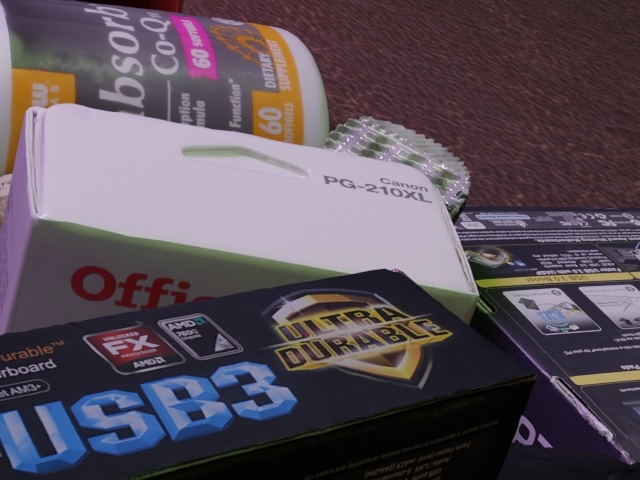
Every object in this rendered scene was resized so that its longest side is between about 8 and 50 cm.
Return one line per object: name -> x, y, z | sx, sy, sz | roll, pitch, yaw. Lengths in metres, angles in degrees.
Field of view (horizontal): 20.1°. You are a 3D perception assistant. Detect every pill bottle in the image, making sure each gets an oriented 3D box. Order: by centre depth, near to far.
pill bottle -> -0.148, -0.058, 1.042 | 0.278, 0.162, 0.162 | 4, 29, -25

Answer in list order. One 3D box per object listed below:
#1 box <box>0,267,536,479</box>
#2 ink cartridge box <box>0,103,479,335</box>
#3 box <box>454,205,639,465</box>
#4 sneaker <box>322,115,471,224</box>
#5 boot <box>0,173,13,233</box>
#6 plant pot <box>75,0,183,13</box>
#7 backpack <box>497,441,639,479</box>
box -> -0.100, 0.163, 0.478 | 0.295, 0.293, 0.073 | -10, 38, -43
ink cartridge box -> -0.056, 0.081, 0.731 | 0.172, 0.237, 0.100 | 10, 26, -14
box -> 0.260, 0.089, 1.074 | 0.395, 0.097, 0.318 | 0, 29, -31
sneaker -> -0.015, 0.051, 0.929 | 0.102, 0.146, 0.293 | 31, 32, 13
boot -> -0.165, 0.006, 0.854 | 0.262, 0.095, 0.203 | 56, 9, -26
plant pot -> -0.257, -0.243, 1.266 | 0.267, 0.267, 0.236 | 1, 17, -30
backpack -> 0.085, 0.166, 0.791 | 0.152, 0.115, 0.182 | 5, 26, 2
